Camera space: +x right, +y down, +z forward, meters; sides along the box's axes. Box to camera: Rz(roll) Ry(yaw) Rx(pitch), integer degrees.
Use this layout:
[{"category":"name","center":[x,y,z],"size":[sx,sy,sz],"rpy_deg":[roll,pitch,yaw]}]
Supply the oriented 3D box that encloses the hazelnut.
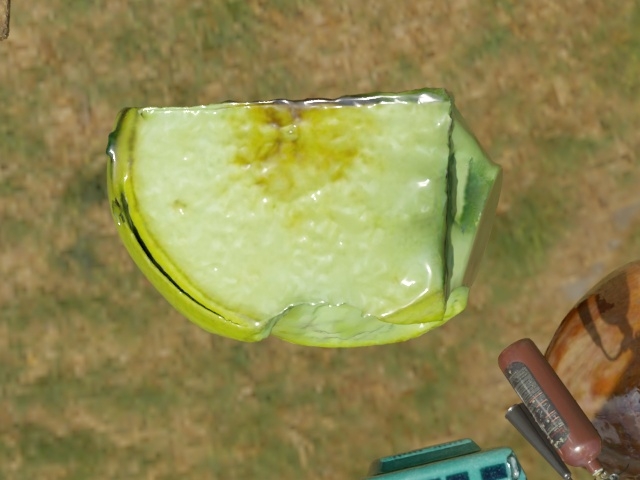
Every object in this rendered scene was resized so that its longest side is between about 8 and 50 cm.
[{"category":"hazelnut","center":[0.235,0.089,1.231],"size":[0.182,0.182,0.182],"rpy_deg":[-7,142,-6]}]

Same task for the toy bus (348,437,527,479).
[{"category":"toy bus","center":[0.055,0.250,1.459],"size":[0.256,0.147,0.128],"rpy_deg":[-12,171,-11]}]

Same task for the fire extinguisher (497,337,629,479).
[{"category":"fire extinguisher","center":[0.127,0.105,0.978],"size":[0.046,0.100,0.032],"rpy_deg":[-45,156,28]}]

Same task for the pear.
[{"category":"pear","center":[0.000,0.000,1.388],"size":[0.286,0.176,0.282],"rpy_deg":[-2,171,8]}]

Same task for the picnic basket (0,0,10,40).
[{"category":"picnic basket","center":[-0.324,-0.214,1.636],"size":[0.083,0.072,0.072],"rpy_deg":[3,140,-9]}]
